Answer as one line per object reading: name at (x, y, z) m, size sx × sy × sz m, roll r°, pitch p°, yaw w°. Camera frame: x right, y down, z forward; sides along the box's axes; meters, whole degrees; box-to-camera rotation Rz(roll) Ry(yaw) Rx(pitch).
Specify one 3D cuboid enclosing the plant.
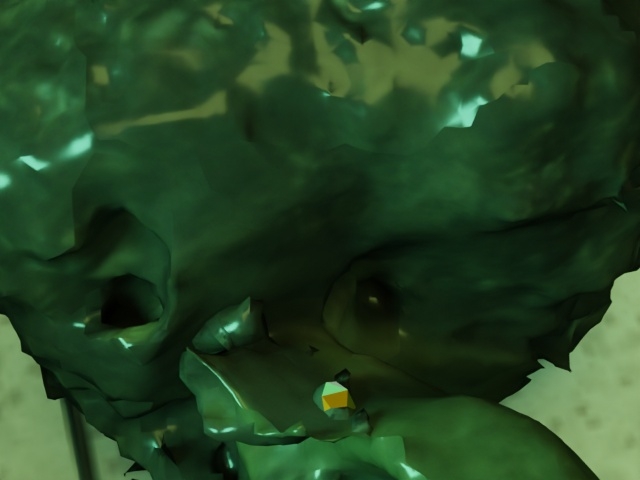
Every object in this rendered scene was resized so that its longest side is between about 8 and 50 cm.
plant at (0.000, 0.000, 0.497) m, size 0.213 × 0.215 × 0.312 m, roll -4°, pitch 67°, yaw 4°
